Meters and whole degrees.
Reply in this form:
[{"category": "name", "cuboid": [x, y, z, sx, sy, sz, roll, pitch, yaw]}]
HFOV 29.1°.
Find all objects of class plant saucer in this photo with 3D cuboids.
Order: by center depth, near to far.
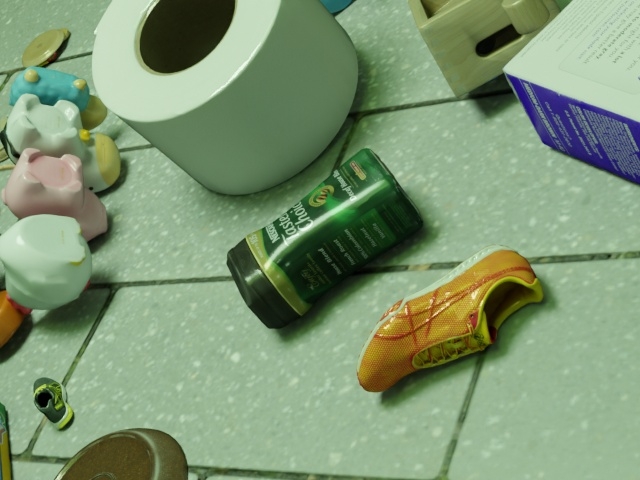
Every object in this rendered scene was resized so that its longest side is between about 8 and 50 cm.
[{"category": "plant saucer", "cuboid": [-0.199, 0.239, 1.133, 0.168, 0.029, 0.168, -23, 40, 21]}]

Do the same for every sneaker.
[{"category": "sneaker", "cuboid": [0.104, 0.072, 1.025, 0.175, 0.064, 0.067, -38, 47, 5]}, {"category": "sneaker", "cuboid": [-0.282, 0.161, 1.277, 0.031, 0.035, 0.083, -43, 37, -7]}]

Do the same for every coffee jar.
[{"category": "coffee jar", "cuboid": [0.000, 0.000, 1.172, 0.184, 0.079, 0.096, -37, 37, 3]}]

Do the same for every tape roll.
[{"category": "tape roll", "cuboid": [-0.102, -0.194, 1.343, 0.246, 0.169, 0.246, -16, 57, 26]}]

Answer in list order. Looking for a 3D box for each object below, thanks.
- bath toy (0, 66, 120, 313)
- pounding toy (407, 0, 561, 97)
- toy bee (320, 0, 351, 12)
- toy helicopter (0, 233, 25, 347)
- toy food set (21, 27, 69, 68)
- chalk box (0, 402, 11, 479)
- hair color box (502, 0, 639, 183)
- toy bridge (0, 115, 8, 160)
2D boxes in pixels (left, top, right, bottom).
[{"category": "bath toy", "cuboid": [-0.312, -0.049, 1.451, 0.348, 0.151, 0.129, -98, 30, -45]}, {"category": "pounding toy", "cuboid": [0.193, -0.216, 1.195, 0.181, 0.094, 0.206, -28, 21, 11]}, {"category": "toy bee", "cuboid": [-0.025, -0.344, 1.486, 0.195, 0.162, 0.298, 20, 66, 47]}, {"category": "toy helicopter", "cuboid": [-0.473, 0.047, 1.515, 0.235, 0.140, 0.355, -38, 25, 17]}, {"category": "toy food set", "cuboid": [-0.421, -0.291, 1.879, 0.082, 0.020, 0.083, -23, 40, 21]}, {"category": "chalk box", "cuboid": [-0.434, 0.213, 1.231, 0.180, 0.179, 0.289, -34, 37, 6]}, {"category": "hair color box", "cuboid": [0.332, -0.125, 1.001, 0.185, 0.110, 0.339, -44, 35, -9]}, {"category": "toy bridge", "cuboid": [-0.435, -0.150, 1.739, 0.188, 0.026, 0.063, -36, 39, 4]}]
